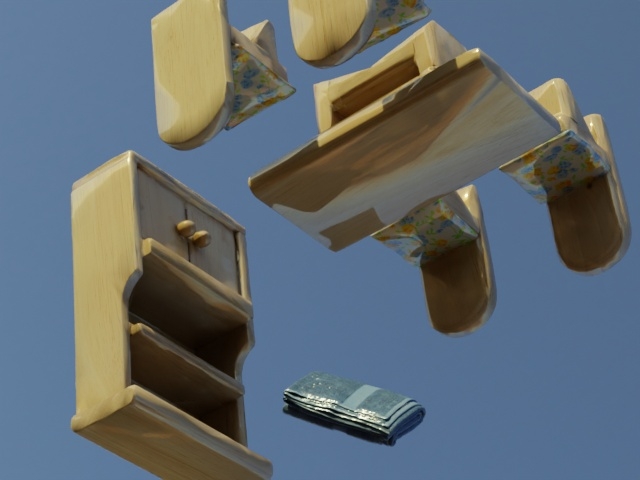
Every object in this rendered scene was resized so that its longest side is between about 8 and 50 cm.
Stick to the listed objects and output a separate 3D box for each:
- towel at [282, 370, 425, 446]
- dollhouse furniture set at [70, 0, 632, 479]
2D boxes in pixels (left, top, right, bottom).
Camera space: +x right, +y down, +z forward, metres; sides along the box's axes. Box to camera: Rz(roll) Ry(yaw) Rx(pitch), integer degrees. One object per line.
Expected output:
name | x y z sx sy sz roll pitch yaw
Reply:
towel | 0.029 0.147 1.673 0.119 0.067 0.029 14 -62 31
dollhouse furniture set | 0.000 0.000 1.480 0.394 0.362 0.256 -28 -131 26
